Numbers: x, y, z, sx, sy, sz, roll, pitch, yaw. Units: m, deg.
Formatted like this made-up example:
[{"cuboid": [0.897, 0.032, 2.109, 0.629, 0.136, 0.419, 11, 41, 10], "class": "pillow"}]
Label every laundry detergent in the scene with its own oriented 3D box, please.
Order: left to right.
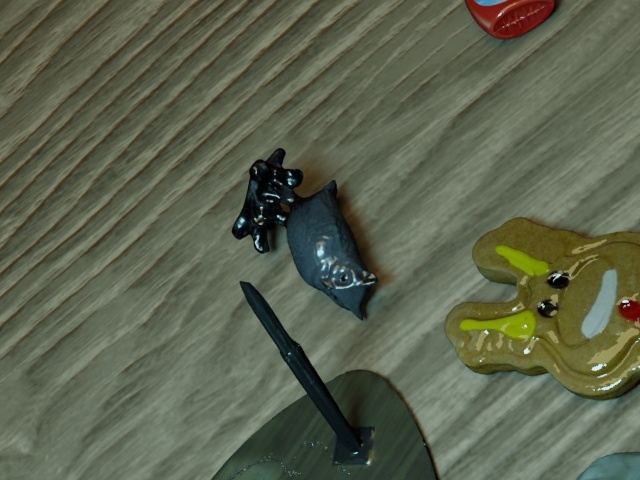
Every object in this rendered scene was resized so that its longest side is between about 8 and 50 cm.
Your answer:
[{"cuboid": [0.207, -0.308, 1.735, 0.097, 0.049, 0.165, -25, 48, 4], "class": "laundry detergent"}]

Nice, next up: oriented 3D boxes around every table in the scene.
[{"cuboid": [-0.045, 0.231, 1.379, 0.317, 0.249, 0.317, -15, 53, 21], "class": "table"}]

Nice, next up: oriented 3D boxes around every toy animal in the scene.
[{"cuboid": [0.004, 0.002, 1.639, 0.117, 0.121, 0.210, -19, 55, -42], "class": "toy animal"}]

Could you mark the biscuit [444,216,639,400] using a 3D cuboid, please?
[{"cuboid": [0.264, 0.066, 1.453, 0.295, 0.044, 0.186, 6, 65, 33], "class": "biscuit"}]

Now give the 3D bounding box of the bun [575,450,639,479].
[{"cuboid": [0.280, 0.328, 1.164, 0.355, 0.194, 0.354, -16, 53, 23], "class": "bun"}]
